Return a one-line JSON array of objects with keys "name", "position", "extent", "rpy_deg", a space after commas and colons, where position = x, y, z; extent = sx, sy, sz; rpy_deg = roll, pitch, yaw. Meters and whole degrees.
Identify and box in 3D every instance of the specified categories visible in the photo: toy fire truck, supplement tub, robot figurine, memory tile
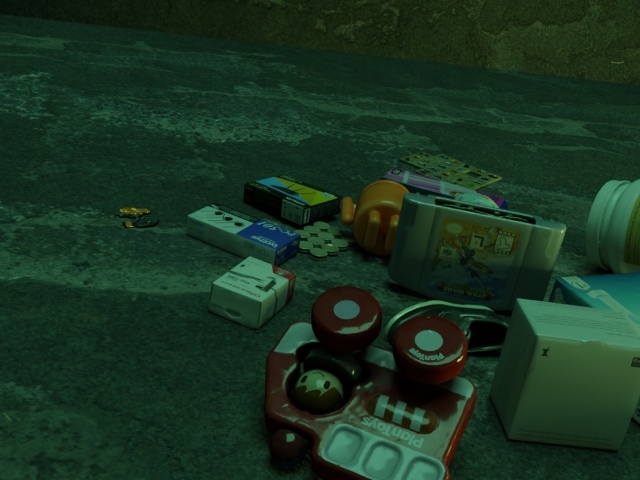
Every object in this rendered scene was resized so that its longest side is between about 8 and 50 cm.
[{"name": "toy fire truck", "position": [0.055, 0.221, 1.180], "extent": [0.302, 0.169, 0.254], "rpy_deg": [18, 44, 18]}, {"name": "supplement tub", "position": [0.736, -0.006, 1.789], "extent": [0.316, 0.229, 0.228], "rpy_deg": [16, 23, 40]}, {"name": "robot figurine", "position": [0.131, -0.051, 1.804], "extent": [0.158, 0.128, 0.219], "rpy_deg": [-24, 18, 17]}, {"name": "memory tile", "position": [0.000, 0.000, 1.782], "extent": [0.113, 0.012, 0.148], "rpy_deg": [25, 28, 29]}]

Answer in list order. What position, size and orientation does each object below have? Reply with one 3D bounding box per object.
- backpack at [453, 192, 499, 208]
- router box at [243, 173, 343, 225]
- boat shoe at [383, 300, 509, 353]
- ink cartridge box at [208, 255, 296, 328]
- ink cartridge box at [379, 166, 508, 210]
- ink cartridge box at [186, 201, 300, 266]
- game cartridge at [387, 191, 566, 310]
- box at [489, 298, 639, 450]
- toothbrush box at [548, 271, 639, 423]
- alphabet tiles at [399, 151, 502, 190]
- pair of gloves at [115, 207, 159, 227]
[{"name": "backpack", "position": [0.285, -0.001, 1.690], "extent": [0.151, 0.182, 0.115], "rpy_deg": [10, 25, 0]}, {"name": "router box", "position": [-0.061, -0.092, 1.903], "extent": [0.178, 0.046, 0.133], "rpy_deg": [23, 27, 35]}, {"name": "boat shoe", "position": [0.217, 0.153, 1.453], "extent": [0.233, 0.084, 0.079], "rpy_deg": [1, 26, -26]}, {"name": "ink cartridge box", "position": [-0.116, 0.088, 1.494], "extent": [0.099, 0.056, 0.135], "rpy_deg": [19, 26, 17]}, {"name": "ink cartridge box", "position": [0.308, -0.071, 2.000], "extent": [0.370, 0.069, 0.176], "rpy_deg": [19, 26, 14]}, {"name": "ink cartridge box", "position": [-0.152, -0.012, 1.708], "extent": [0.207, 0.046, 0.097], "rpy_deg": [21, 28, 22]}, {"name": "game cartridge", "position": [0.282, 0.029, 1.604], "extent": [0.297, 0.198, 0.062], "rpy_deg": [11, 24, 4]}, {"name": "box", "position": [0.370, 0.199, 1.295], "extent": [0.180, 0.182, 0.119], "rpy_deg": [8, 23, -6]}, {"name": "toothbrush box", "position": [0.556, 0.179, 1.477], "extent": [0.216, 0.126, 0.295], "rpy_deg": [-3, 27, -27]}, {"name": "alphabet tiles", "position": [0.338, -0.188, 2.323], "extent": [0.237, 0.009, 0.198], "rpy_deg": [26, 29, 31]}, {"name": "pair of gloves", "position": [-0.369, -0.047, 1.742], "extent": [0.074, 0.010, 0.083], "rpy_deg": [-6, 30, -31]}]
